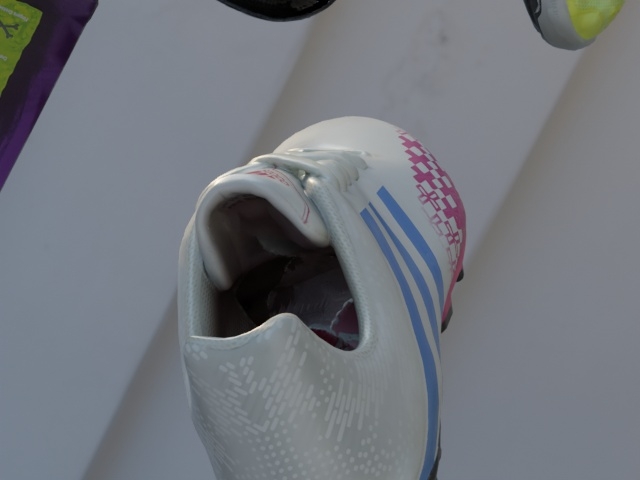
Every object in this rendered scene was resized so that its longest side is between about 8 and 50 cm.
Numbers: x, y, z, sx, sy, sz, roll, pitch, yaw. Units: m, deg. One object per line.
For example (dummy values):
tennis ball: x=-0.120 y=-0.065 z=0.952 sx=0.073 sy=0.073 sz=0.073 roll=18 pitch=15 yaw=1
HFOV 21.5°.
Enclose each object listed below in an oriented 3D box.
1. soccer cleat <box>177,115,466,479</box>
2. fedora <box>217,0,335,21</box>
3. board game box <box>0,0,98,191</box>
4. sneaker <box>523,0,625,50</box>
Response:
soccer cleat: x=0.000 y=0.000 z=0.769 sx=0.331 sy=0.116 sz=0.143 roll=-90 pitch=156 yaw=-59
fedora: x=-0.057 y=-0.371 z=1.527 sx=0.334 sy=0.152 sz=0.334 roll=26 pitch=50 yaw=-35
board game box: x=-0.290 y=-0.090 z=0.682 sx=0.346 sy=0.208 sz=0.056 roll=24 pitch=18 yaw=-20
sneaker: x=0.284 y=-0.323 z=1.380 sx=0.147 sy=0.385 sz=0.145 roll=15 pitch=-21 yaw=41
